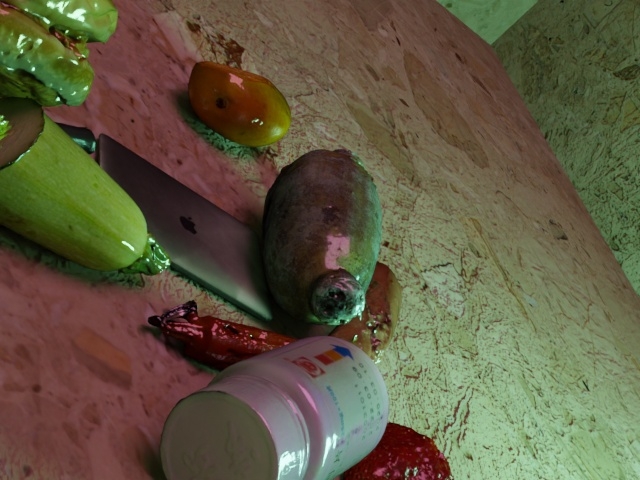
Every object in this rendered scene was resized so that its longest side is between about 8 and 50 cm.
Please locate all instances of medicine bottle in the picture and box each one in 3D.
[{"bbox_3d":[-0.041,0.186,1.146,0.152,0.152,0.254,52,24,11],"label":"medicine bottle"}]

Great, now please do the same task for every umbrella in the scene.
[{"bbox_3d":[-0.314,-0.125,1.319,0.036,0.031,0.133,30,12,32],"label":"umbrella"}]

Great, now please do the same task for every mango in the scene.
[{"bbox_3d":[-0.117,-0.202,1.712,0.141,0.102,0.217,31,12,25],"label":"mango"}]

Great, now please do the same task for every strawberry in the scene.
[{"bbox_3d":[0.092,0.275,1.351,0.187,0.082,0.146,2,43,-54],"label":"strawberry"}]

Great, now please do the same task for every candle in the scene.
[{"bbox_3d":[-0.071,0.135,1.297,0.302,0.084,0.059,23,1,-34],"label":"candle"}]

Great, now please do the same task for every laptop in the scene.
[{"bbox_3d":[-0.169,-0.016,1.418,0.269,0.015,0.187,33,26,-31],"label":"laptop"}]

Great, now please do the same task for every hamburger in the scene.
[{"bbox_3d":[-0.356,-0.244,1.136,0.319,0.158,0.318,19,-2,1],"label":"hamburger"}]

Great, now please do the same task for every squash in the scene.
[{"bbox_3d":[-0.251,-0.037,1.170,0.287,0.137,0.137,37,25,-29],"label":"squash"}]

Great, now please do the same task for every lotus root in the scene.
[{"bbox_3d":[-0.003,0.000,1.497,0.175,0.175,0.349,39,26,-20],"label":"lotus root"}]

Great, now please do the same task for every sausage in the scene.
[{"bbox_3d":[0.061,0.106,1.553,0.087,0.079,0.326,21,24,4],"label":"sausage"}]

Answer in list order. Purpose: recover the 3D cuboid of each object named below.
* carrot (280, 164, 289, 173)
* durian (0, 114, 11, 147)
[{"bbox_3d":[-0.048,-0.084,1.729,0.032,0.032,0.093,38,27,-22],"label":"carrot"},{"bbox_3d":[-0.386,-0.107,0.939,0.237,0.200,0.176,-6,65,-57],"label":"durian"}]
